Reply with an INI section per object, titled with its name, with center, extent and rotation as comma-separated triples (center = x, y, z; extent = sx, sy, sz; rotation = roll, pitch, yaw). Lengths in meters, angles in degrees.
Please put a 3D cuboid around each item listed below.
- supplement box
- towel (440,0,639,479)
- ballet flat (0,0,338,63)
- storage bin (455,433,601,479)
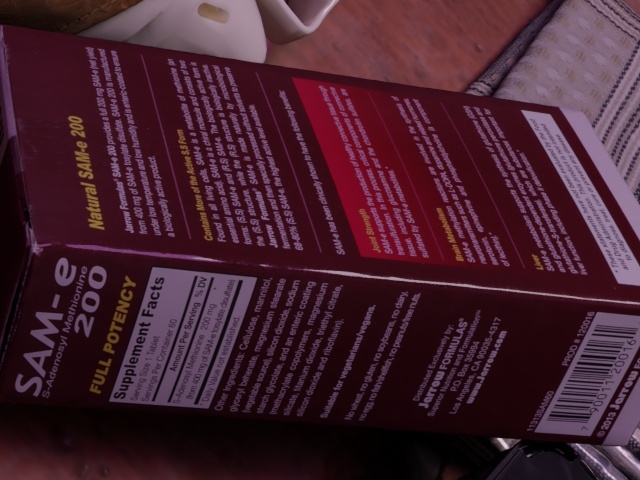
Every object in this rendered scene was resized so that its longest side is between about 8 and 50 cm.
[supplement box]
center = 0.000, 0.000, 0.586
extent = 0.239, 0.073, 0.130
rotation = 7, 36, -21
[towel]
center = 0.177, 0.039, 0.772
extent = 0.312, 0.056, 0.324
rotation = 45, 45, -5
[ballet flat]
center = -0.048, -0.132, 0.690
extent = 0.342, 0.116, 0.124
rotation = -44, 112, -50
[storage bin]
center = 0.053, 0.168, 0.565
extent = 0.122, 0.084, 0.180
rotation = 50, 45, 1
